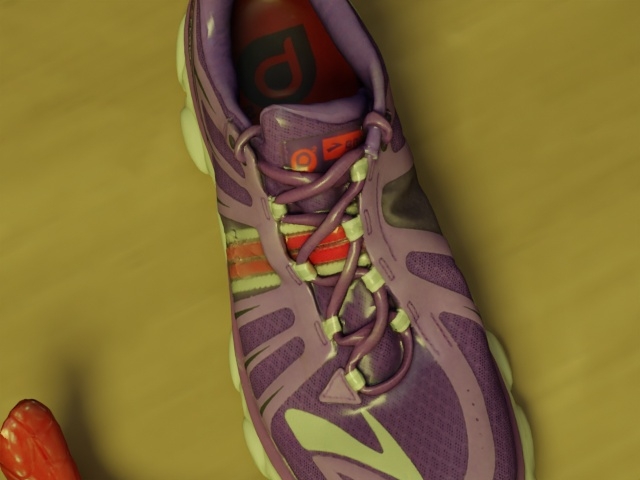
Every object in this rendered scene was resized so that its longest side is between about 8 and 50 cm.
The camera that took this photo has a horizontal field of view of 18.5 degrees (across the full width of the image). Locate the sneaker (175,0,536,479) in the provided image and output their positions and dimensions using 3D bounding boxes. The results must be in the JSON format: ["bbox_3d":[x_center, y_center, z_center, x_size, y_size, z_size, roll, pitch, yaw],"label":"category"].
[{"bbox_3d":[0.000,0.000,0.471,0.068,0.071,0.170,-21,75,-3],"label":"sneaker"}]

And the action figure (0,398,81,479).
[{"bbox_3d":[0.040,0.098,0.382,0.280,0.139,0.091,19,62,16],"label":"action figure"}]
